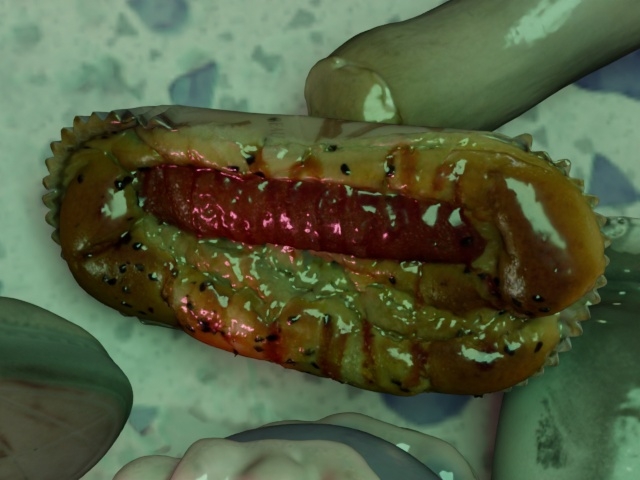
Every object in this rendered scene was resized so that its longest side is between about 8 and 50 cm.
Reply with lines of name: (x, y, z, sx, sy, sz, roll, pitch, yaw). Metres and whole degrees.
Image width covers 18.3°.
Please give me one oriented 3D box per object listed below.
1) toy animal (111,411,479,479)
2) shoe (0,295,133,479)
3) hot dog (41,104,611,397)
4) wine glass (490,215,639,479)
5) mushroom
toy animal: (-0.015, 0.149, 0.804, 0.208, 0.204, 0.156, -16, 82, 14)
shoe: (-0.207, 0.052, 0.848, 0.251, 0.103, 0.100, 7, 35, -26)
hot dog: (0.000, 0.000, 0.876, 0.253, 0.069, 0.131, 10, 113, 10)
wine glass: (0.136, 0.094, 0.913, 0.111, 0.111, 0.204, 14, 77, -12)
mushroom: (0.109, -0.112, 0.954, 0.278, 0.096, 0.099, -34, 88, -12)
